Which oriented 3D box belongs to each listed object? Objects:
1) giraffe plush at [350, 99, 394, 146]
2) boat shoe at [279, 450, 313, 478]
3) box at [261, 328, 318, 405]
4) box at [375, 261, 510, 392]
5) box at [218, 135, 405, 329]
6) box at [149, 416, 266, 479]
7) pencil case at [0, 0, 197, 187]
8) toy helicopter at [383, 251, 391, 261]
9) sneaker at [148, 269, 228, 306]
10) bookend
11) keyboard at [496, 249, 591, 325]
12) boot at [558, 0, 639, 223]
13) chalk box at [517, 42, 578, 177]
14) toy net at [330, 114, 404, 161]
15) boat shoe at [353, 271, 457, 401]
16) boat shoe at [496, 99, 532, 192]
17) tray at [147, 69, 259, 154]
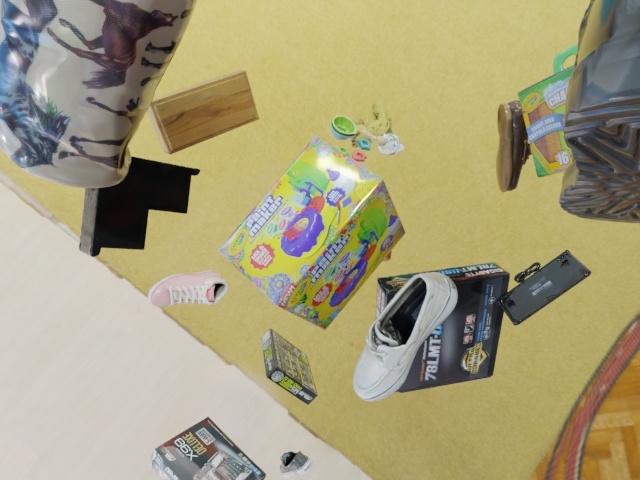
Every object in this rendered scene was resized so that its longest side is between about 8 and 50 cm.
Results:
[{"bbox_3d":[0.197,-0.446,1.816,0.170,0.181,0.210,-16,45,3],"label":"giraffe plush"},{"bbox_3d":[-0.102,0.773,1.553,0.076,0.228,0.080,47,57,4],"label":"boat shoe"},{"bbox_3d":[-0.127,0.487,1.742,0.060,0.270,0.216,-45,112,7],"label":"box"},{"bbox_3d":[0.272,0.207,1.030,0.293,0.073,0.296,-6,115,-13],"label":"box"},{"bbox_3d":[0.000,0.000,0.919,0.177,0.279,0.290,38,87,27],"label":"box"},{"bbox_3d":[-0.374,0.764,1.486,0.307,0.242,0.077,33,111,25],"label":"box"},{"bbox_3d":[-0.205,-0.241,0.444,0.160,0.183,0.410,39,118,-1],"label":"pencil case"},{"bbox_3d":[0.085,-0.002,1.441,0.234,0.355,0.140,14,73,-7],"label":"toy helicopter"},{"bbox_3d":[-0.224,0.088,0.774,0.134,0.070,0.051,-14,113,-36],"label":"sneaker"},{"bbox_3d":[-0.291,-0.053,0.722,0.157,0.072,0.156,4,94,-42],"label":"bookend"},{"bbox_3d":[0.459,0.093,0.935,0.180,0.108,0.023,-41,123,16],"label":"keyboard"},{"bbox_3d":[0.324,-0.259,0.396,0.146,0.367,0.445,8,83,29],"label":"boot"},{"bbox_3d":[0.456,-0.237,0.788,0.132,0.132,0.213,-15,90,-20],"label":"chalk box"},{"bbox_3d":[0.136,-0.262,1.181,0.232,0.045,0.122,2,54,-24],"label":"toy net"},{"bbox_3d":[0.121,0.164,0.742,0.268,0.088,0.096,-55,45,22],"label":"boat shoe"},{"bbox_3d":[0.434,-0.205,0.986,0.073,0.073,0.207,-9,121,0],"label":"boat shoe"},{"bbox_3d":[-0.454,-0.511,1.758,0.410,0.076,0.203,-30,124,-25],"label":"tray"}]
